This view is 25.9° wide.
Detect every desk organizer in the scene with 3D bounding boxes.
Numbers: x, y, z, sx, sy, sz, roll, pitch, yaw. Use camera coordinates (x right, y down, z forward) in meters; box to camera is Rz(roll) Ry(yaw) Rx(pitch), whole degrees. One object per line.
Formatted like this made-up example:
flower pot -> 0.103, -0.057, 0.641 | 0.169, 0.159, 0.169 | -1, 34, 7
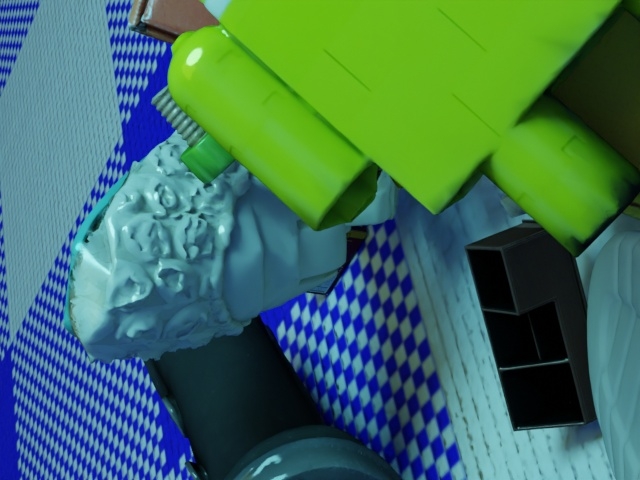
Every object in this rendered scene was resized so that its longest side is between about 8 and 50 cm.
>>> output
desk organizer -> 0.137, 0.056, 0.876 | 0.047, 0.050, 0.130 | 4, 112, 64

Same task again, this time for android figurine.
android figurine -> 0.037, -0.127, 0.528 | 0.248, 0.273, 0.056 | -48, -6, 22

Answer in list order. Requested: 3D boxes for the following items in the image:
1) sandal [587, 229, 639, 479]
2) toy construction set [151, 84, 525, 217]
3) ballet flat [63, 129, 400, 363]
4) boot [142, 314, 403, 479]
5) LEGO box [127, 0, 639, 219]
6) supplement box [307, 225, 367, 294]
sandal -> 0.234, 0.118, 0.681 | 0.416, 0.102, 0.169 | -115, 26, -67
toy construction set -> 0.090, -0.116, 0.930 | 0.257, 0.237, 0.309 | -37, 11, 23
ballet flat -> -0.025, -0.029, 0.977 | 0.147, 0.147, 0.409 | -65, -11, 28
boot -> -0.041, 0.144, 1.005 | 0.445, 0.146, 0.367 | -117, 8, -51
LEGO box -> 0.180, -0.264, 0.580 | 0.193, 0.372, 0.500 | -28, -40, -67
supplement box -> 0.000, 0.000, 1.222 | 0.083, 0.043, 0.055 | -57, 36, 37
